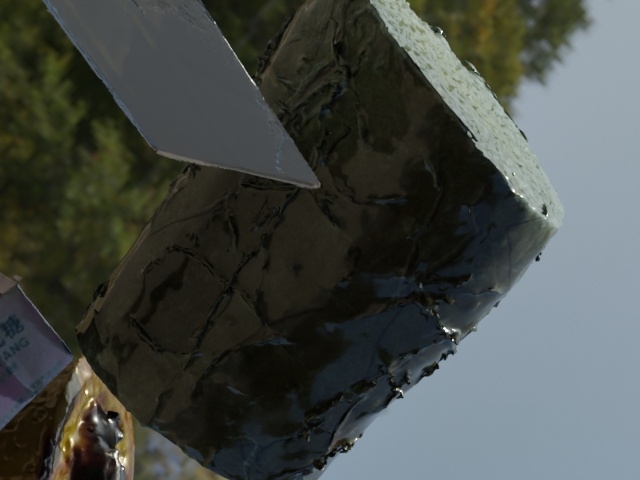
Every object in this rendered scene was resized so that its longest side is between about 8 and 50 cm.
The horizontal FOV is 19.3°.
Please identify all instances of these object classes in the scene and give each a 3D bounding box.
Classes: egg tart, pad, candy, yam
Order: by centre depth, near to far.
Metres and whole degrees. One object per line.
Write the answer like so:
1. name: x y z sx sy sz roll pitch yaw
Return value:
1. pad: -0.102 -0.116 1.108 0.156 0.232 0.004 14 -121 42
2. yam: 0.000 0.000 1.318 0.348 0.241 0.241 -50 -165 18
3. candy: -0.264 0.097 1.341 0.160 0.092 0.073 -46 -140 -20
4. egg tart: -0.235 0.190 1.482 0.170 0.215 0.215 3 -144 14
